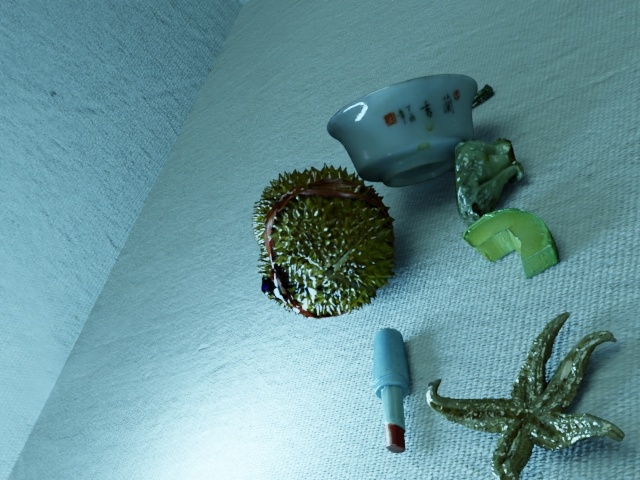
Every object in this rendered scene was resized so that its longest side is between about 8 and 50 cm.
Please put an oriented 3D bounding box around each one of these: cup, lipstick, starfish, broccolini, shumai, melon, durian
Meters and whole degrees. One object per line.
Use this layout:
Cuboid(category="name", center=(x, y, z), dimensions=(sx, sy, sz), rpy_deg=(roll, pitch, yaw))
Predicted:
Cuboid(category="cup", center=(0.199, -0.220, 1.880), dimensions=(0.347, 0.347, 0.163), rpy_deg=(-22, 78, 37))
Cuboid(category="lipstick", center=(0.133, 0.283, 1.594), dimensions=(0.068, 0.061, 0.274), rpy_deg=(-30, 34, 24))
Cuboid(category="starfish", center=(0.321, 0.264, 1.338), dimensions=(0.327, 0.094, 0.375), rpy_deg=(-12, 38, 31))
Cuboid(category="broccolini", center=(0.361, -0.328, 2.066), dimensions=(0.140, 0.030, 0.035), rpy_deg=(-39, 22, 24))
Cuboid(category="shumai", center=(0.350, -0.124, 1.772), dimensions=(0.142, 0.184, 0.184), rpy_deg=(-6, 41, 9))
Cuboid(category="melon", center=(0.371, 0.003, 1.621), dimensions=(0.118, 0.064, 0.209), rpy_deg=(-47, 32, -1))
Cuboid(category="durian", center=(0.000, 0.005, 1.851), dimensions=(0.384, 0.347, 0.347), rpy_deg=(19, 69, 46))

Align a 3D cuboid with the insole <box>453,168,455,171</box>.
Cuboid(category="insole", center=(0.316, -0.199, 1.980), dimensions=(0.063, 0.010, 0.192), rpy_deg=(-44, 31, 8))
